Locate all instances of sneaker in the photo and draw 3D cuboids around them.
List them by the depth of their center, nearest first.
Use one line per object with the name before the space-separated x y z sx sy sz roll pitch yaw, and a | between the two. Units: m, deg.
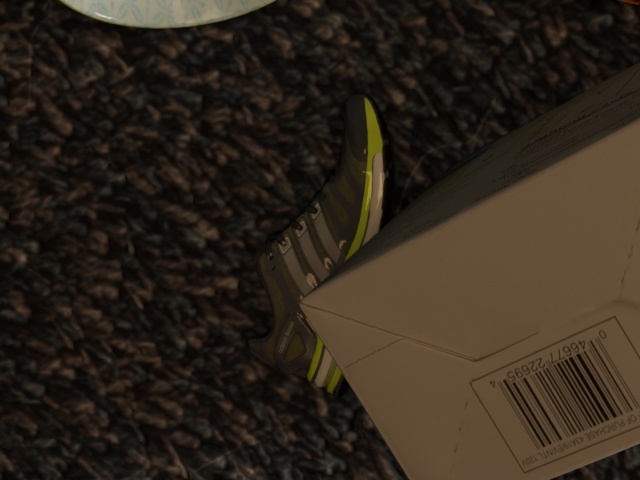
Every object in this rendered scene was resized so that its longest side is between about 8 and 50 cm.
sneaker | 0.000 0.000 1.424 0.121 0.111 0.300 12 94 5

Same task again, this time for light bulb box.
light bulb box | 0.237 0.009 1.231 0.358 0.361 0.225 -28 95 31

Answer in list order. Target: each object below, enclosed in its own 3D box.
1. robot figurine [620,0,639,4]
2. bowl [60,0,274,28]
robot figurine | 0.358 -0.310 1.356 0.291 0.085 0.211 -2 109 -11
bowl | -0.134 -0.339 1.337 0.289 0.289 0.156 -14 66 4
